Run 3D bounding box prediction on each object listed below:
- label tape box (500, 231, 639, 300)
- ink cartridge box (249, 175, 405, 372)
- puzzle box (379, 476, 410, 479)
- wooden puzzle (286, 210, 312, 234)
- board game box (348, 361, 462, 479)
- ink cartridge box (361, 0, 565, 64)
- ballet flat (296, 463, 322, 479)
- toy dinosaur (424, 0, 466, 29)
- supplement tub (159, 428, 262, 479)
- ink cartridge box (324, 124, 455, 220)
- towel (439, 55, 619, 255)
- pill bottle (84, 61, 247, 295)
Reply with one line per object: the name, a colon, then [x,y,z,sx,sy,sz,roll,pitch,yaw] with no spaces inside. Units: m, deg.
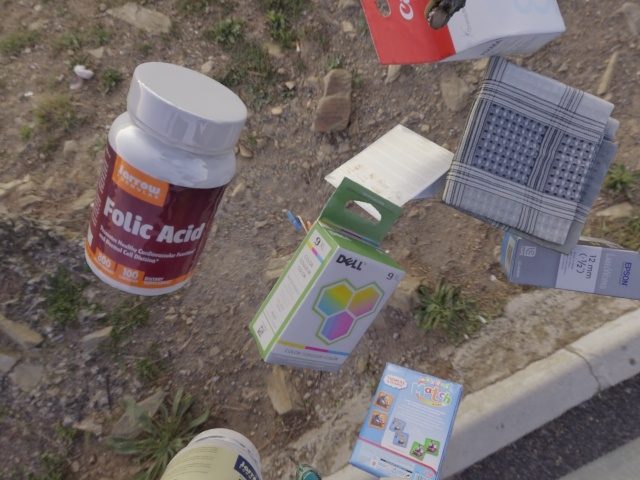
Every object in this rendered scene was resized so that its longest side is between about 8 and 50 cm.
label tape box: [0.624,0.050,1.012,0.347,0.249,0.115,6,99,17]
ink cartridge box: [0.021,0.047,0.485,0.109,0.062,0.209,22,108,-38]
puzzle box: [0.096,0.544,0.517,0.052,0.409,0.272,-12,99,18]
wooden puzzle: [0.000,0.000,0.596,0.014,0.116,0.078,-40,61,10]
board game box: [0.170,0.359,0.834,0.160,0.039,0.211,10,54,29]
ink cartridge box: [0.247,-0.496,0.790,0.385,0.091,0.308,-14,87,-24]
ballet flat: [-0.008,0.630,1.059,0.070,0.070,0.188,-20,100,0]
toy dinosaur: [0.099,-0.341,0.398,0.064,0.268,0.118,-35,57,-3]
supplement tub: [-0.252,0.585,0.913,0.235,0.325,0.235,0,100,2]
ink cartridge box: [0.156,-0.141,0.932,0.232,0.066,0.189,-40,54,-11]
towel: [0.429,-0.163,0.856,0.324,0.056,0.312,20,90,-10]
pill bottle: [-0.292,-0.103,0.807,0.224,0.224,0.392,30,121,0]
